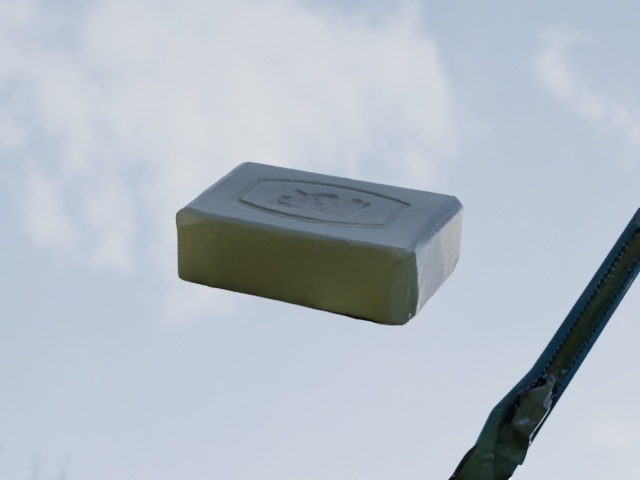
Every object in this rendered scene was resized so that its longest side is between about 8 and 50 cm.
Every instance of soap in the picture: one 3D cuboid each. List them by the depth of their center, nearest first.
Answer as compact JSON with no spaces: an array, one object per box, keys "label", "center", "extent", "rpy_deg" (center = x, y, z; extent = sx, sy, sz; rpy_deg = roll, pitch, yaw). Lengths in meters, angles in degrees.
[{"label":"soap","center":[0.000,0.000,1.338],"extent":[0.183,0.121,0.063],"rpy_deg":[10,-65,20]}]

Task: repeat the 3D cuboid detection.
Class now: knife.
[{"label":"knife","center":[0.193,0.092,1.484],"extent":[0.044,0.296,0.026],"rpy_deg":[32,-10,11]}]
